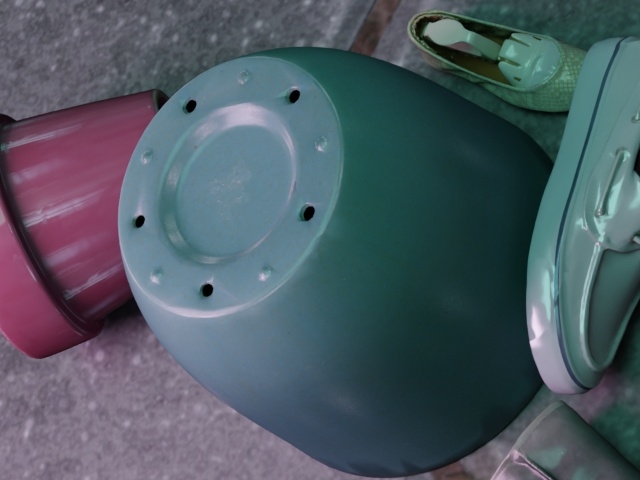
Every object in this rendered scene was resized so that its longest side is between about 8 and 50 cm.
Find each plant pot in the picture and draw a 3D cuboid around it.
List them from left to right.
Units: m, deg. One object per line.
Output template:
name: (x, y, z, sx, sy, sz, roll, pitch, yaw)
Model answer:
plant pot: (-0.185, -0.029, 1.348, 0.180, 0.201, 0.201, -24, 59, 8)
plant pot: (0.000, 0.000, 1.170, 0.293, 0.235, 0.293, -13, 66, 30)

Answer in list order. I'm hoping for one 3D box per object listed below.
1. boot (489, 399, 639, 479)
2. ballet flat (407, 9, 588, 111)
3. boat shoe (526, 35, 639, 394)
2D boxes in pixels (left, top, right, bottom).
boot: (0.219, 0.173, 1.064, 0.190, 0.076, 0.208, -49, 46, 7)
ballet flat: (0.133, -0.135, 1.246, 0.168, 0.052, 0.057, 19, 83, 38)
boat shoe: (0.204, -0.021, 1.126, 0.084, 0.095, 0.258, 1, 74, 39)
